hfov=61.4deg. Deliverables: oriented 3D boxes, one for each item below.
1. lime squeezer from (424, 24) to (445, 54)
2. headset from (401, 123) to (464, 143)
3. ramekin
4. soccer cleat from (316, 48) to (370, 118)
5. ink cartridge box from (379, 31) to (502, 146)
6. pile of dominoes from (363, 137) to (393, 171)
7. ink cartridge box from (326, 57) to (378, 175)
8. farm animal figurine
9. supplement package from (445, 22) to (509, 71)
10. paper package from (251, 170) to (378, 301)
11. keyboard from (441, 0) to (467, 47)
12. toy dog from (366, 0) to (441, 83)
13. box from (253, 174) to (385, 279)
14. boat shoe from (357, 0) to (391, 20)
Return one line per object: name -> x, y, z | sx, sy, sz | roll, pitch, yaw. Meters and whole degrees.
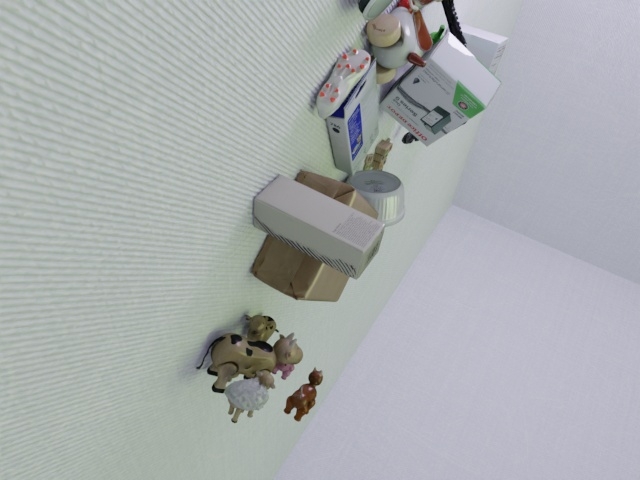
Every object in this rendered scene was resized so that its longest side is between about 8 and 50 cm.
lime squeezer -> 0.385, -0.620, 1.803 | 0.310, 0.059, 0.109 | 89, -12, -61
headset -> 0.362, -0.440, 1.786 | 0.185, 0.243, 0.394 | -50, 178, -6
ramekin -> 0.165, -0.138, 1.677 | 0.207, 0.207, 0.108 | -44, 145, -48
soccer cleat -> 0.048, -0.365, 1.249 | 0.196, 0.068, 0.076 | -55, 175, -21
ink cartridge box -> 0.338, -0.423, 1.564 | 0.121, 0.211, 0.289 | -56, -169, -23
pile of dominoes -> 0.195, -0.227, 1.897 | 0.196, 0.040, 0.251 | -46, 155, -45
ink cartridge box -> 0.088, -0.320, 1.414 | 0.165, 0.065, 0.332 | -58, 164, -16
farm animal figurine -> -0.145, 0.288, 1.367 | 0.327, 0.330, 0.172 | 11, 110, -43
supplement package -> 0.560, -0.662, 2.062 | 0.198, 0.200, 0.262 | -40, 151, -53
paper package -> 0.000, 0.000, 1.445 | 0.309, 0.168, 0.325 | -64, 162, 0
keyboard -> 0.381, -0.615, 1.529 | 0.201, 0.033, 0.316 | -61, 130, -69
toy dog -> 0.240, -0.543, 1.369 | 0.333, 0.161, 0.220 | -63, 163, -3
box -> -0.007, -0.033, 1.191 | 0.113, 0.275, 0.094 | -48, 157, -39
boat shoe -> 0.150, -0.583, 1.186 | 0.302, 0.091, 0.114 | -51, -174, -40
